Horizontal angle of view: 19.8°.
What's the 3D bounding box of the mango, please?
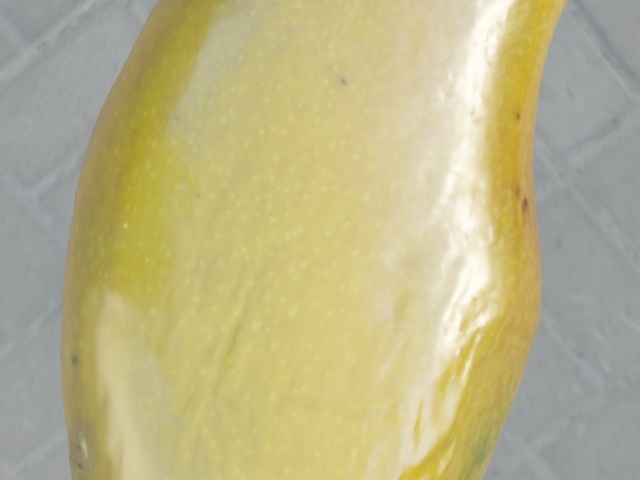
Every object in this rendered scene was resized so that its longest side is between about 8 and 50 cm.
[{"bbox_3d":[-0.004,-0.003,0.719,0.187,0.144,0.359,7,94,-7],"label":"mango"}]
